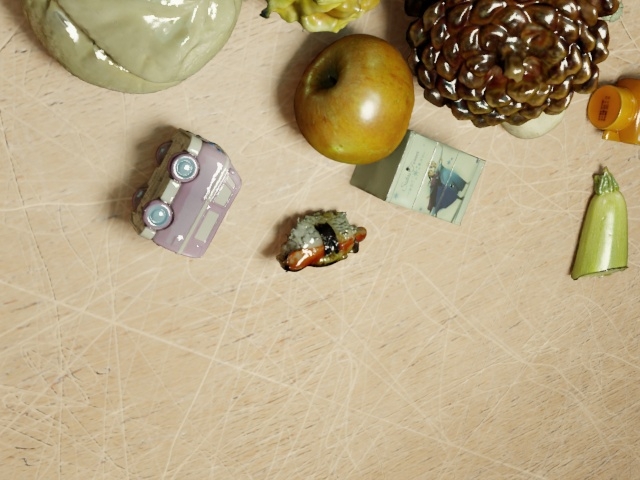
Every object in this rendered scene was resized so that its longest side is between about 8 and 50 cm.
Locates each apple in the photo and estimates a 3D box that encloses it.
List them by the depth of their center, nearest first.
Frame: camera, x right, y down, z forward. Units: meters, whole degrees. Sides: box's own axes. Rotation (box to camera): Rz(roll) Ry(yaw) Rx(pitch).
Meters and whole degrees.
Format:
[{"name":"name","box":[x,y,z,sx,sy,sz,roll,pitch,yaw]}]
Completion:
[{"name":"apple","box":[0.068,-0.255,1.439,0.207,0.237,0.237,28,93,-44]}]

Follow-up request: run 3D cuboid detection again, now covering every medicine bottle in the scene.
[{"name":"medicine bottle","box":[0.747,-0.302,1.830,0.222,0.112,0.150,3,106,-28]}]

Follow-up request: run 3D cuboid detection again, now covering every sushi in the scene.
[{"name":"sushi","box":[0.000,-0.004,1.555,0.226,0.097,0.103,-14,119,-39]}]

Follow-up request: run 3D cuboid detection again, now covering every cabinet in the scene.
[{"name":"cabinet","box":[0.201,-0.137,1.581,0.206,0.150,0.145,16,99,-31]}]

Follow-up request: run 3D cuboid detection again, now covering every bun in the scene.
[{"name":"bun","box":[-0.283,-0.404,1.201,0.365,0.219,0.365,-7,108,-22]}]

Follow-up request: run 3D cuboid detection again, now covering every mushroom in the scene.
[{"name":"mushroom","box":[0.454,-0.296,1.684,0.154,0.123,0.154,-1,139,-1]}]

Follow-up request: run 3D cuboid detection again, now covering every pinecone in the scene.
[{"name":"pinecone","box":[0.349,-0.428,1.452,0.397,0.397,0.398,-9,111,-25]}]

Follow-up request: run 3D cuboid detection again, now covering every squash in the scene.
[{"name":"squash","box":[0.709,-0.033,1.896,0.137,0.137,0.288,3,103,-28]}]

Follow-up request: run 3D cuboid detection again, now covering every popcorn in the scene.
[{"name":"popcorn","box":[-0.005,-0.463,1.315,0.225,0.249,0.249,-40,120,-15]}]

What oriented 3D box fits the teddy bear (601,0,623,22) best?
[{"name":"teddy bear","box":[0.613,-0.580,1.685,0.133,0.111,0.213,50,56,-51]}]

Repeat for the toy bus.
[{"name":"toy bus","box":[-0.237,-0.085,1.380,0.142,0.142,0.203,27,94,-26]}]
